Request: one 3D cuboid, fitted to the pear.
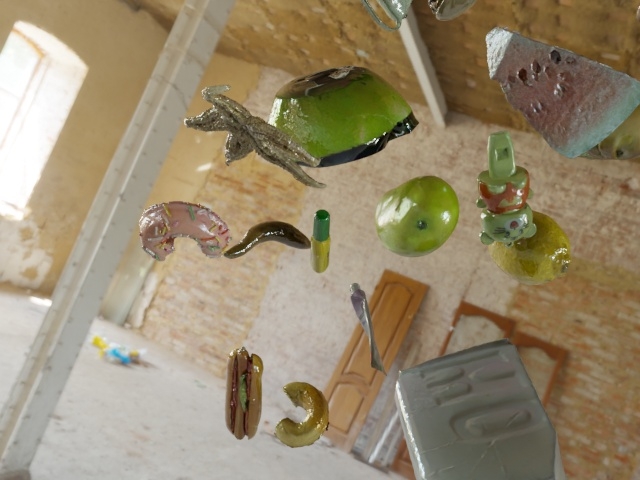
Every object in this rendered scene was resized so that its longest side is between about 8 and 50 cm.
[{"bbox_3d":[0.031,-0.326,1.500,0.399,0.165,0.399,-11,25,5],"label":"pear"}]

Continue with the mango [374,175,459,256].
[{"bbox_3d":[0.212,-0.049,1.388,0.149,0.185,0.273,23,-15,-17],"label":"mango"}]

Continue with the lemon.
[{"bbox_3d":[0.581,0.017,1.691,0.204,0.204,0.260,27,10,-43],"label":"lemon"}]

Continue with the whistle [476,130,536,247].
[{"bbox_3d":[0.415,-0.106,1.368,0.131,0.288,0.106,-11,28,5],"label":"whistle"}]

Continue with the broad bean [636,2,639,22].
[{"bbox_3d":[0.932,-0.656,1.660,0.114,0.084,0.165,-3,-24,-9],"label":"broad bean"}]

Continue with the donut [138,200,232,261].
[{"bbox_3d":[-0.352,-0.016,1.538,0.233,0.085,0.199,-5,-38,10],"label":"donut"}]

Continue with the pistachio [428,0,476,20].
[{"bbox_3d":[0.310,-0.576,1.403,0.113,0.113,0.149,24,-22,-19],"label":"pistachio"}]

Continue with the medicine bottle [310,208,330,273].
[{"bbox_3d":[0.000,0.000,1.885,0.064,0.095,0.260,3,-37,1],"label":"medicine bottle"}]

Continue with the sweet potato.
[{"bbox_3d":[-0.157,-0.010,1.952,0.346,0.108,0.079,-7,2,-36],"label":"sweet potato"}]

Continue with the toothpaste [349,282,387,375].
[{"bbox_3d":[0.135,0.251,1.774,0.048,0.301,0.075,-15,-39,0],"label":"toothpaste"}]

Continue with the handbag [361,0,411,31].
[{"bbox_3d":[0.145,-0.664,1.543,0.079,0.219,0.256,-6,-34,43],"label":"handbag"}]

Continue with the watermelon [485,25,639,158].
[{"bbox_3d":[0.360,-0.250,0.956,0.241,0.154,0.094,32,22,-10],"label":"watermelon"}]

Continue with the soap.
[{"bbox_3d":[0.373,0.467,1.405,0.350,0.213,0.435,-13,30,4],"label":"soap"}]

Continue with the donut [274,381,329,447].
[{"bbox_3d":[-0.048,0.461,1.634,0.146,0.181,0.078,3,-39,12],"label":"donut"}]

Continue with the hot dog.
[{"bbox_3d":[-0.172,0.335,1.335,0.092,0.236,0.062,11,21,24],"label":"hot dog"}]

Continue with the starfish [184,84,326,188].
[{"bbox_3d":[-0.139,-0.199,1.158,0.302,0.060,0.299,10,-23,49],"label":"starfish"}]

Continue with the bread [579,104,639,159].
[{"bbox_3d":[0.752,-0.289,1.580,0.333,0.160,0.333,2,9,0],"label":"bread"}]
